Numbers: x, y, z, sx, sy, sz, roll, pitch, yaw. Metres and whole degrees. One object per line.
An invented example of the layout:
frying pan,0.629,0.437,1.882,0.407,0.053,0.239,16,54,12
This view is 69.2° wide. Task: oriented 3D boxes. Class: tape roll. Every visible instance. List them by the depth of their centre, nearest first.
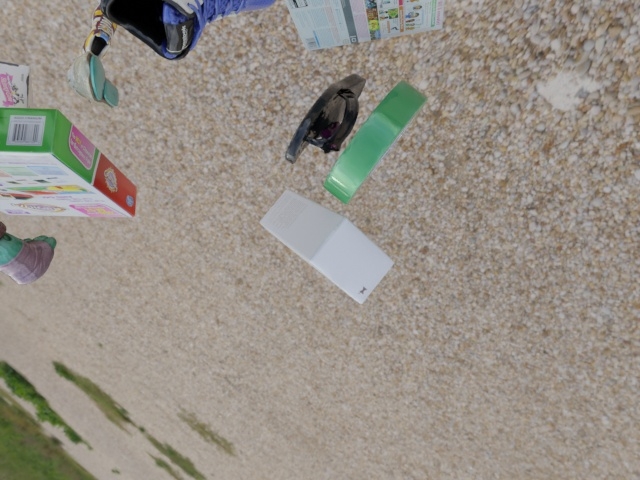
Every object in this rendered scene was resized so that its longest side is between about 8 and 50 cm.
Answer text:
tape roll,0.133,-0.235,1.137,0.077,0.321,0.321,38,141,2

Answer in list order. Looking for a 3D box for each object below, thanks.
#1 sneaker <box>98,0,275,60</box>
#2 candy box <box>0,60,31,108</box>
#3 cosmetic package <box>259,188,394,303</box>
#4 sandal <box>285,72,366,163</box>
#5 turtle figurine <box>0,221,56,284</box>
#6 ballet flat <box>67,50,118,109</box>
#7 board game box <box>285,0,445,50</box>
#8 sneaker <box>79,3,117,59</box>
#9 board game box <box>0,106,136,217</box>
sneaker,-0.202,-0.367,0.723,0.127,0.316,0.182,-49,59,55
candy box,-0.573,-0.212,0.852,0.196,0.070,0.164,-9,79,59
cosmetic package,0.000,0.000,1.455,0.230,0.161,0.453,41,176,-30
sandal,0.047,-0.313,1.172,0.107,0.445,0.167,33,132,3
turtle figurine,-0.310,-0.042,0.325,0.176,0.118,0.234,-5,139,7
ballet flat,-0.331,-0.222,0.661,0.053,0.057,0.168,4,178,-13
board game box,0.091,-0.497,0.919,0.304,0.097,0.224,-4,173,10
sneaker,-0.602,-0.577,1.286,0.084,0.185,0.070,16,177,44
board game box,-0.467,-0.109,0.739,0.243,0.064,0.316,1,168,-4
